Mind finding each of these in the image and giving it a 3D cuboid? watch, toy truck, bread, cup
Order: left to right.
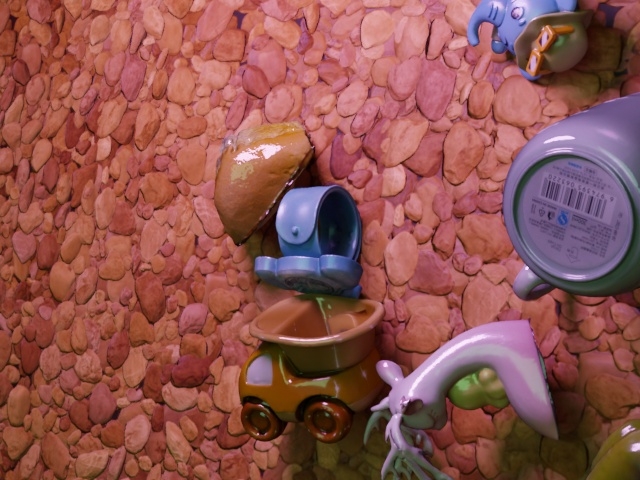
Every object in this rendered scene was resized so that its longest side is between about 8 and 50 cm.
[{"bbox_3d":[-0.126,-0.124,1.615,0.262,0.162,0.204,-56,18,11],"label":"bread"},{"bbox_3d":[-0.012,0.220,1.466,0.287,0.204,0.212,-4,106,29],"label":"toy truck"},{"bbox_3d":[0.000,0.000,1.550,0.210,0.211,0.193,-1,67,33],"label":"watch"},{"bbox_3d":[0.392,-0.031,1.207,0.259,0.274,0.357,50,133,21],"label":"cup"}]

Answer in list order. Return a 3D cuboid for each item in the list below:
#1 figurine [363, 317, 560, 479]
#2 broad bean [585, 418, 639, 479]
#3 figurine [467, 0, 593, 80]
[{"bbox_3d":[0.210,0.297,1.326,0.315,0.206,0.285,-12,111,11],"label":"figurine"},{"bbox_3d":[0.485,0.403,1.193,0.238,0.119,0.291,-5,80,32],"label":"broad bean"},{"bbox_3d":[0.347,-0.379,1.412,0.180,0.153,0.262,-58,40,22],"label":"figurine"}]
